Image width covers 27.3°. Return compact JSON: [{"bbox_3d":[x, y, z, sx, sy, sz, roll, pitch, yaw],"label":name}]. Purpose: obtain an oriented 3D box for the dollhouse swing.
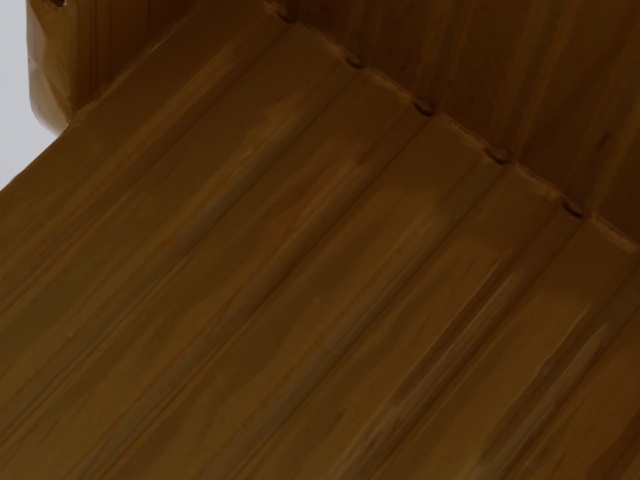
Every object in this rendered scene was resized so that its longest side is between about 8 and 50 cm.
[{"bbox_3d":[0.000,0.000,0.409,0.347,0.305,0.315,37,-35,18],"label":"dollhouse swing"}]
